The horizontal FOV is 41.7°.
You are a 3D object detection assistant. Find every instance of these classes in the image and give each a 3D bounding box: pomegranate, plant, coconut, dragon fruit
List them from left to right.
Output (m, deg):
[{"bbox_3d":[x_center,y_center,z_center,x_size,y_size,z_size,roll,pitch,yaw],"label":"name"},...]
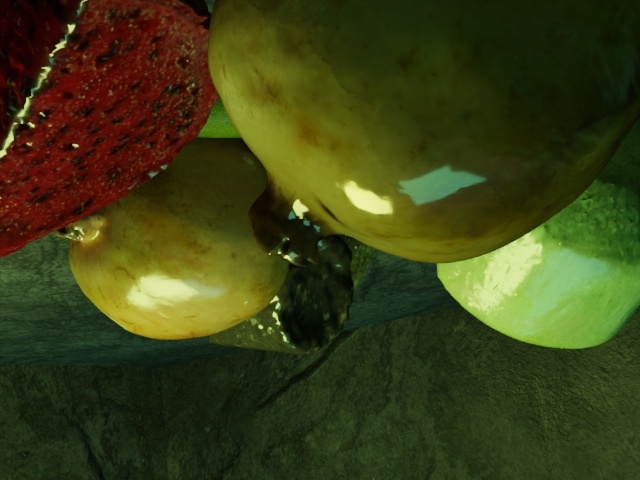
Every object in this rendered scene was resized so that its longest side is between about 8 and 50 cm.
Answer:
[{"bbox_3d":[-0.187,-0.135,0.634,0.205,0.152,0.317,-19,160,-48],"label":"dragon fruit"},{"bbox_3d":[-0.170,-0.012,0.938,0.252,0.229,0.270,-18,157,36],"label":"pomegranate"},{"bbox_3d":[-0.100,0.048,1.177,0.276,0.188,0.199,17,-147,34],"label":"plant"},{"bbox_3d":[0.079,-0.123,0.552,0.307,0.307,0.307,-7,166,-2],"label":"pomegranate"},{"bbox_3d":[0.293,-0.010,1.069,0.328,0.281,0.328,-37,158,-18],"label":"coconut"}]

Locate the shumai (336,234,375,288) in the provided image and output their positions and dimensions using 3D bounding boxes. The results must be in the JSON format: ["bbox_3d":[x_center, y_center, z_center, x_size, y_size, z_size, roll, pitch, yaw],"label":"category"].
[{"bbox_3d":[-0.002,-0.005,1.340,0.184,0.184,0.142,6,-167,-42],"label":"shumai"}]

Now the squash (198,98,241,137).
[{"bbox_3d":[-0.107,-0.137,0.790,0.318,0.080,0.071,3,-159,-30],"label":"squash"}]
